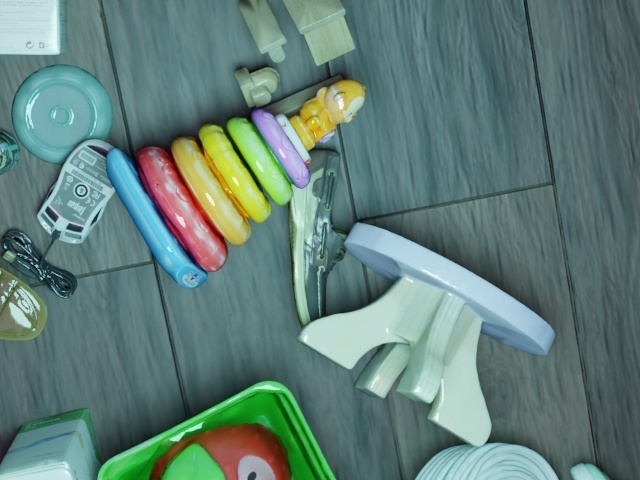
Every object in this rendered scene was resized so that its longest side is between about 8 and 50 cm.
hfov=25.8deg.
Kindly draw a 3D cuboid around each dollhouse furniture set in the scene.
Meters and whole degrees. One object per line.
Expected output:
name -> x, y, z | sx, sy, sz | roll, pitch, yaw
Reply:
dollhouse furniture set -> -0.035, -0.220, 1.663 | 0.144, 0.123, 0.151 | -24, 135, 0

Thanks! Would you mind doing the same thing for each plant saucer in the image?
plant saucer -> -0.306, -0.148, 1.654 | 0.119, 0.021, 0.119 | -1, 100, -5

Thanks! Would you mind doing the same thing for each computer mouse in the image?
computer mouse -> -0.294, -0.034, 1.665 | 0.106, 0.042, 0.193 | 33, 100, -4

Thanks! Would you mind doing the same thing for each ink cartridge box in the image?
ink cartridge box -> -0.305, 0.304, 1.628 | 0.093, 0.212, 0.154 | -13, 100, -3

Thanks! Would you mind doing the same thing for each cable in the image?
cable -> 0.199, 0.371, 1.686 | 0.257, 0.089, 0.257 | -14, 95, -43

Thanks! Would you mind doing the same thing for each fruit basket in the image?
fruit basket -> -0.088, 0.374, 1.583 | 0.283, 0.392, 0.392 | -27, 100, 0

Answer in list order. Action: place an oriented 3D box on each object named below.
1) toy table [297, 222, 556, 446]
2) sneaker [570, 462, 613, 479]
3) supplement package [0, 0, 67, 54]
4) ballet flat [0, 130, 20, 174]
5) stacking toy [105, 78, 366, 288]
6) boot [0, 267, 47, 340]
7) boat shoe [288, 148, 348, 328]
toy table -> 0.122, 0.114, 1.633 | 0.274, 0.252, 0.161 | 29, 80, 2
sneaker -> 0.436, 0.324, 1.753 | 0.256, 0.094, 0.151 | 40, 100, -19
supplement package -> -0.343, -0.302, 1.584 | 0.105, 0.105, 0.179 | 0, 99, -5
ballet flat -> -0.445, -0.085, 1.631 | 0.188, 0.070, 0.070 | -21, 100, -1
stacking toy -> -0.074, -0.090, 1.591 | 0.302, 0.175, 0.165 | -32, 78, 0
boot -> -0.403, 0.052, 1.603 | 0.213, 0.165, 0.077 | 20, 89, -1
boat shoe -> 0.000, -0.001, 1.674 | 0.073, 0.080, 0.223 | -4, 95, 1
